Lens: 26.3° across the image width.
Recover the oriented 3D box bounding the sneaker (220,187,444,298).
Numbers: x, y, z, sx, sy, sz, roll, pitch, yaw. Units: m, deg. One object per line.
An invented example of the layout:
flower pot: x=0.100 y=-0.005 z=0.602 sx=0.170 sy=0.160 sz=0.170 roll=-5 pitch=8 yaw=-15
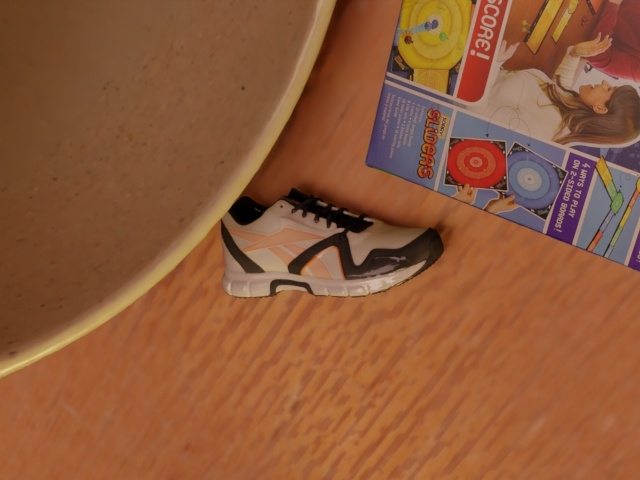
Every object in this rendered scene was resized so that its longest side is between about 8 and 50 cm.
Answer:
sneaker: x=0.000 y=0.000 z=0.582 sx=0.109 sy=0.040 sz=0.043 roll=-3 pitch=104 yaw=30

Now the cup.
cup: x=-0.187 y=-0.137 z=0.505 sx=0.237 sy=0.331 sz=0.331 roll=38 pitch=126 yaw=43

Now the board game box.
board game box: x=0.102 y=-0.098 z=0.492 sx=0.136 sy=0.035 sz=0.201 roll=24 pitch=118 yaw=20
